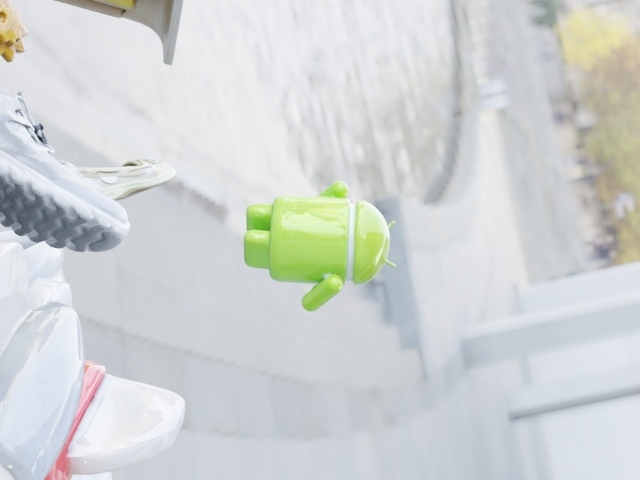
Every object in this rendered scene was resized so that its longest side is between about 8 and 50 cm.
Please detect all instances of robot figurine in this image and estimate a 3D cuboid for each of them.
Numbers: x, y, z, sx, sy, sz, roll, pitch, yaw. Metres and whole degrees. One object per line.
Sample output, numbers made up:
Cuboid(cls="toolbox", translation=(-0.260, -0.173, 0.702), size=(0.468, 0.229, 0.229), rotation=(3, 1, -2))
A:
Cuboid(cls="robot figurine", translation=(0.000, 0.000, 1.311), size=(0.067, 0.115, 0.101), rotation=(92, 1, -54))

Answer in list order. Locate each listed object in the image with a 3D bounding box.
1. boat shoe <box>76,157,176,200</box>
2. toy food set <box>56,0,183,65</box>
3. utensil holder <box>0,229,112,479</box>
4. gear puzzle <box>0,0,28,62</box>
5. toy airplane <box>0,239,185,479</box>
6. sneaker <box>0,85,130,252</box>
Cuboid(cls="boat shoe", translation=(-0.218, -0.071, 1.898), size=(0.153, 0.056, 0.048), rotation=(-22, 93, -48))
Cuboid(cls="toy food set", translation=(-0.264, -0.273, 1.541), size=(0.219, 0.306, 0.092), rotation=(105, 1, -51))
Cuboid(cls="utensil holder", translation=(-0.397, 0.211, 1.881), size=(0.327, 0.328, 0.385), rotation=(-60, 137, -79))
Cuboid(cls="gear puzzle", translation=(-0.450, -0.245, 1.978), size=(0.339, 0.044, 0.175), rotation=(-3, 83, -55))
Cuboid(cls="toy airplane", translation=(-0.201, 0.207, 1.080), size=(0.384, 0.272, 0.386), rotation=(-62, 156, -3))
Cuboid(cls="sneaker", translation=(-0.296, -0.093, 1.663), size=(0.105, 0.281, 0.115), rotation=(-36, -157, 56))
